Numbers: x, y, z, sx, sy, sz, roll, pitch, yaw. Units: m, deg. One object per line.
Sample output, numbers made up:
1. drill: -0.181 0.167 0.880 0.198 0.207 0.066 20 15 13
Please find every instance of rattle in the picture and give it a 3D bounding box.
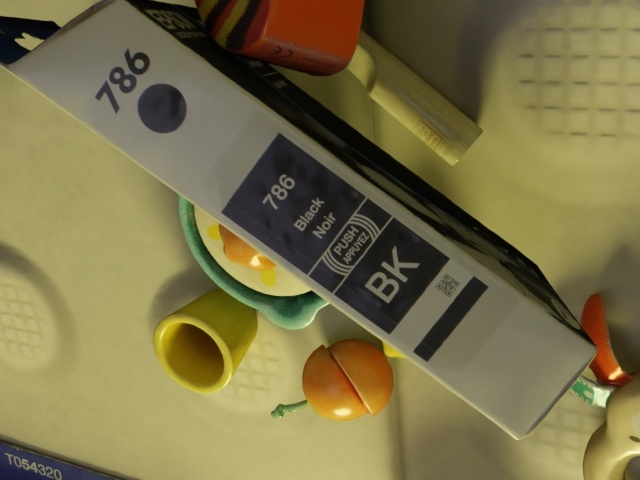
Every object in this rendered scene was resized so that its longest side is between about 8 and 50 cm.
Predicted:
1. rattle: 0.196 0.152 0.556 0.130 0.143 0.199 -12 117 51

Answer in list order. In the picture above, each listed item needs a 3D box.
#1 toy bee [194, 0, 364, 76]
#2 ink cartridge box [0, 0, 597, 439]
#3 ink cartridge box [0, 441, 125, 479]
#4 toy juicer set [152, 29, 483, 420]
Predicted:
1. toy bee: -0.004 -0.236 0.455 0.195 0.298 0.162 34 175 -38
2. ink cartridge box: -0.019 -0.042 0.474 0.333 0.165 0.065 35 103 -4
3. ink cartridge box: -0.206 0.387 0.928 0.324 0.071 0.330 10 121 23
4. toy juicer set: 0.000 0.000 0.602 0.209 0.089 0.329 24 124 15
